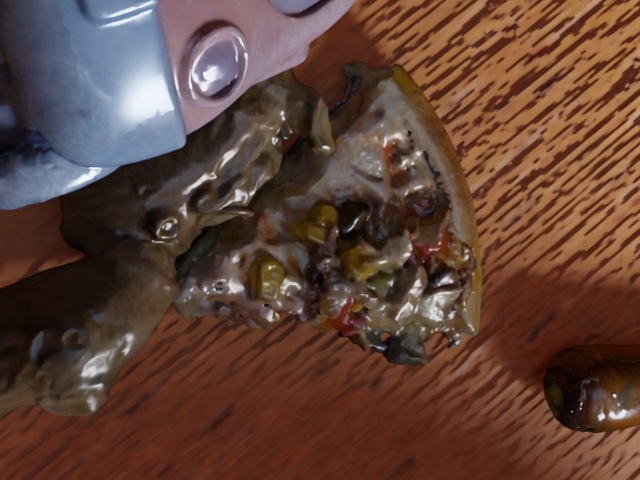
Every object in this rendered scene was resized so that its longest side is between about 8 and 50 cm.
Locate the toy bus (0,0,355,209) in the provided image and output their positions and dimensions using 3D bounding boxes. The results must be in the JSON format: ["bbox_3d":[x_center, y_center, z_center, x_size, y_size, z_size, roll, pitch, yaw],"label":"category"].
[{"bbox_3d":[-0.094,-0.158,0.513,0.232,0.294,0.197,-25,114,-24],"label":"toy bus"}]

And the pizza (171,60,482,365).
[{"bbox_3d":[0.000,0.000,0.666,0.195,0.052,0.185,-20,96,-12],"label":"pizza"}]

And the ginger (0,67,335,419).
[{"bbox_3d":[-0.117,0.004,0.612,0.122,0.084,0.290,40,83,3],"label":"ginger"}]

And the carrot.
[{"bbox_3d":[0.217,0.087,0.733,0.161,0.055,0.055,-4,95,-22],"label":"carrot"}]
